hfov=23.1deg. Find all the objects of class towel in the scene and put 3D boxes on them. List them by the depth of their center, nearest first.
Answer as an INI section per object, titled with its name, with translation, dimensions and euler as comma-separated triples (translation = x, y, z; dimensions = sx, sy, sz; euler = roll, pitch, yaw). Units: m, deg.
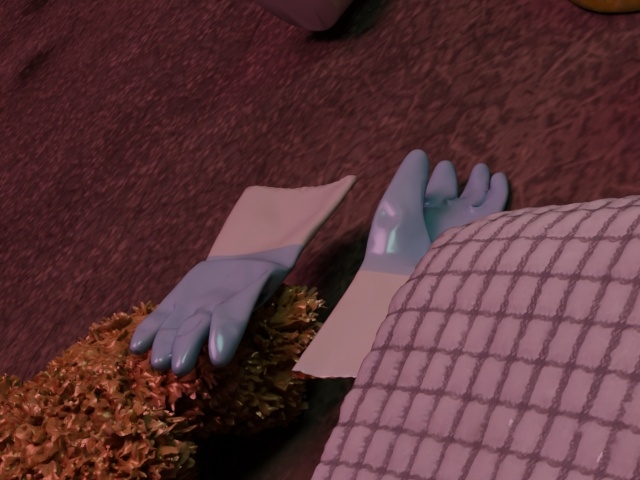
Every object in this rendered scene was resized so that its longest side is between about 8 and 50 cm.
[towel]
translation = 0.096, 0.125, 0.559
dimensions = 0.235, 0.121, 0.283
euler = -2, 62, 60

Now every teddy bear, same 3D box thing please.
[teddy bear]
translation = -0.147, 0.114, 0.945
dimensions = 0.338, 0.113, 0.245
euler = -29, 28, -2

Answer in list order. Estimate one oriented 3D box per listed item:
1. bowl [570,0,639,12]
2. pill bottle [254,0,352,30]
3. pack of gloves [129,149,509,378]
[bowl]
translation = 0.227, -0.305, 1.008
dimensions = 0.289, 0.156, 0.289
euler = -35, 27, 21
[pill bottle]
translation = 0.032, -0.315, 1.323
dimensions = 0.264, 0.153, 0.153
euler = -56, 27, -18
[pack of gloves]
translation = 0.000, 0.000, 0.923
dimensions = 0.195, 0.046, 0.232
euler = -3, 28, 22
